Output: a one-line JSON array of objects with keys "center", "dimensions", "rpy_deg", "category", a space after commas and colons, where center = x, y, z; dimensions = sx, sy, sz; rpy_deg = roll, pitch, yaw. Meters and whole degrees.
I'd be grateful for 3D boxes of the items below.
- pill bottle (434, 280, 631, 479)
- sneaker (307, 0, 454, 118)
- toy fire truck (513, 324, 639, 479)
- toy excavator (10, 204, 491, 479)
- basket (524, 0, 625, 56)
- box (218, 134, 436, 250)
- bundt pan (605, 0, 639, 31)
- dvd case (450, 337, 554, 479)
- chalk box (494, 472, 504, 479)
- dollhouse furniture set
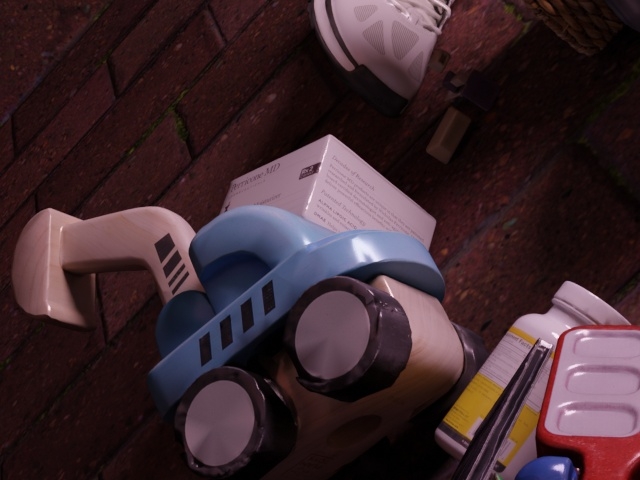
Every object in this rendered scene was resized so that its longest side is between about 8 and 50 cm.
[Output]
[{"center": [0.191, 0.131, 1.242], "dimensions": [0.184, 0.103, 0.103], "rpy_deg": [-53, 27, -3], "category": "pill bottle"}, {"center": [0.133, -0.363, 1.851], "dimensions": [0.257, 0.169, 0.447], "rpy_deg": [-37, 28, 29], "category": "sneaker"}, {"center": [0.258, 0.140, 0.900], "dimensions": [0.254, 0.169, 0.302], "rpy_deg": [-1, 24, 18], "category": "toy fire truck"}, {"center": [-0.098, 0.065, 1.449], "dimensions": [0.433, 0.222, 0.445], "rpy_deg": [-39, 56, 20], "category": "toy excavator"}, {"center": [0.268, -0.374, 1.515], "dimensions": [0.223, 0.299, 0.213], "rpy_deg": [-41, 29, 21], "category": "basket"}, {"center": [0.000, 0.000, 1.603], "dimensions": [0.181, 0.182, 0.119], "rpy_deg": [-23, 40, 44], "category": "box"}, {"center": [0.402, -0.298, 1.323], "dimensions": [0.331, 0.124, 0.331], "rpy_deg": [-31, 7, 4], "category": "bundt pan"}, {"center": [0.097, 0.191, 1.016], "dimensions": [0.221, 0.018, 0.164], "rpy_deg": [-56, -8, -33], "category": "dvd case"}, {"center": [0.188, 0.241, 0.992], "dimensions": [0.132, 0.213, 0.132], "rpy_deg": [-44, 27, 18], "category": "chalk box"}, {"center": [0.140, -0.155, 1.702], "dimensions": [0.114, 0.091, 0.081], "rpy_deg": [-61, 13, -11], "category": "dollhouse furniture set"}]
